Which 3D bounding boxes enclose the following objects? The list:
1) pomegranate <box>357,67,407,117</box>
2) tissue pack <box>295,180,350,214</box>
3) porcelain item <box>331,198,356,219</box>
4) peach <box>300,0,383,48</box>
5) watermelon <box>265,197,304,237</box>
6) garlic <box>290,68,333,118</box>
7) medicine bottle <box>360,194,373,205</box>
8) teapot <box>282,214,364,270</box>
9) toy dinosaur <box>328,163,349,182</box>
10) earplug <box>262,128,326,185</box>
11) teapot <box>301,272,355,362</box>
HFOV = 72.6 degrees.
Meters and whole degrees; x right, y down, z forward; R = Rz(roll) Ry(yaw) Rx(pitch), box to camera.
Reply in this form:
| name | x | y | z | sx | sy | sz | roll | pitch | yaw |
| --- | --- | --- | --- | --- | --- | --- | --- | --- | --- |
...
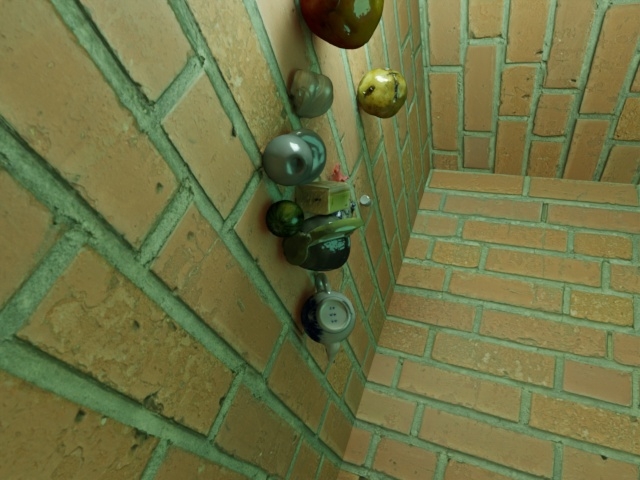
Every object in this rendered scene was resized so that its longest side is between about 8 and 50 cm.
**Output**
| name | x | y | z | sx | sy | sz | roll | pitch | yaw |
| --- | --- | --- | --- | --- | --- | --- | --- | --- | --- |
| pomegranate | 0.318 | -0.766 | 2.251 | 0.260 | 0.261 | 0.260 | 9 | 90 | -67 |
| tissue pack | 0.012 | -0.187 | 1.868 | 0.234 | 0.159 | 0.125 | -23 | 119 | -63 |
| porcelain item | 0.060 | -0.093 | 2.028 | 0.138 | 0.186 | 0.288 | 110 | -8 | -53 |
| peach | 0.082 | -0.893 | 1.615 | 0.373 | 0.290 | 0.372 | -30 | 125 | -55 |
| watermelon | -0.123 | -0.087 | 1.622 | 0.187 | 0.141 | 0.140 | -44 | 137 | -60 |
| garlic | -0.019 | -0.565 | 1.696 | 0.229 | 0.143 | 0.177 | 5 | 92 | -75 |
| medicine bottle | 0.274 | -0.232 | 2.583 | 0.089 | 0.057 | 0.057 | 20 | 79 | -67 |
| teapot | -0.003 | 0.022 | 1.749 | 0.239 | 0.322 | 0.239 | -11 | 103 | -45 |
| toy dinosaur | 0.077 | -0.239 | 2.141 | 0.139 | 0.070 | 0.286 | -41 | 139 | -42 |
| earplug | -0.079 | -0.297 | 1.602 | 0.325 | 0.175 | 0.214 | -34 | 130 | -60 |
| teapot | 0.029 | 0.359 | 2.039 | 0.280 | 0.253 | 0.423 | 131 | -49 | -70 |
